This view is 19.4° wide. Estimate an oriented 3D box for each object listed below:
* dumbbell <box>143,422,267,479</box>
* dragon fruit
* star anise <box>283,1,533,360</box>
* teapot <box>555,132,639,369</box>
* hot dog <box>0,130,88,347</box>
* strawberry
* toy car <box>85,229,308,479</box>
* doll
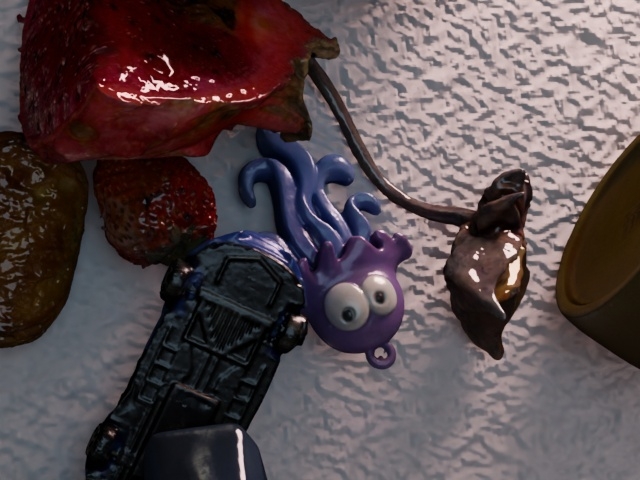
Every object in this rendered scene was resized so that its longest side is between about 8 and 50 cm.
[{"bbox_3d":[-0.184,0.205,1.167,0.316,0.143,0.156,-8,49,-5],"label":"dumbbell"},{"bbox_3d":[-0.096,-0.117,1.258,0.212,0.134,0.262,15,41,-17],"label":"dragon fruit"},{"bbox_3d":[0.050,-0.035,1.326,0.227,0.148,0.218,17,113,15],"label":"star anise"},{"bbox_3d":[0.289,0.012,1.338,0.175,0.185,0.267,32,40,-14],"label":"teapot"},{"bbox_3d":[-0.210,0.000,1.262,0.099,0.065,0.147,11,91,-14],"label":"hot dog"},{"bbox_3d":[-0.118,-0.027,1.283,0.083,0.083,0.096,-19,88,-16],"label":"strawberry"},{"bbox_3d":[-0.084,0.094,1.270,0.103,0.063,0.216,25,91,-11],"label":"toy car"},{"bbox_3d":[0.000,0.000,1.319,0.110,0.067,0.206,-25,76,-15],"label":"doll"}]
